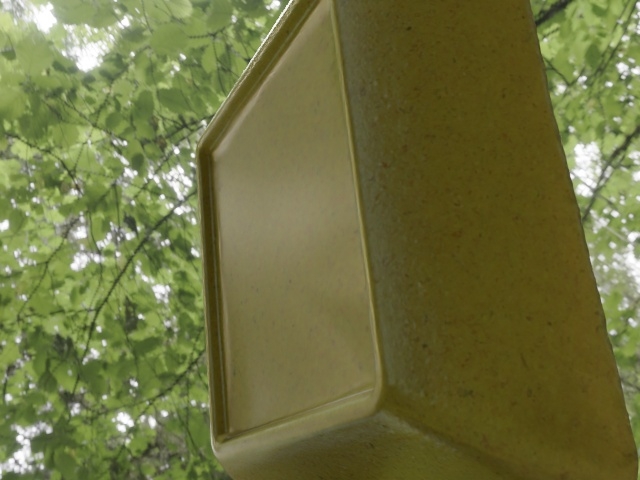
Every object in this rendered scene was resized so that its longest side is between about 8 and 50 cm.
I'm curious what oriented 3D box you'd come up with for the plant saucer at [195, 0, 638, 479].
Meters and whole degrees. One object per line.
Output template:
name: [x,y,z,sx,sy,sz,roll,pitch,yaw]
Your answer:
plant saucer: [0.000,0.000,0.448,0.081,0.333,0.333,3,-21,-26]
